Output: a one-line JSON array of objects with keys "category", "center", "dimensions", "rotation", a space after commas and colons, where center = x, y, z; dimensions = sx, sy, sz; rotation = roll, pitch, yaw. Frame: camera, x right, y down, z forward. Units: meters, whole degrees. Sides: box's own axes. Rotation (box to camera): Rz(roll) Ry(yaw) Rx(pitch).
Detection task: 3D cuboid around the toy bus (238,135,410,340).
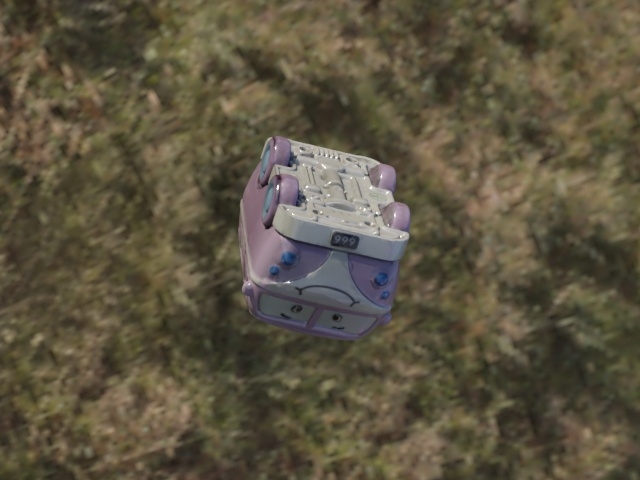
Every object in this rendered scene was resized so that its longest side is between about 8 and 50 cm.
[{"category": "toy bus", "center": [0.000, 0.000, 1.665], "dimensions": [0.142, 0.142, 0.202], "rotation": [15, 22, -12]}]
